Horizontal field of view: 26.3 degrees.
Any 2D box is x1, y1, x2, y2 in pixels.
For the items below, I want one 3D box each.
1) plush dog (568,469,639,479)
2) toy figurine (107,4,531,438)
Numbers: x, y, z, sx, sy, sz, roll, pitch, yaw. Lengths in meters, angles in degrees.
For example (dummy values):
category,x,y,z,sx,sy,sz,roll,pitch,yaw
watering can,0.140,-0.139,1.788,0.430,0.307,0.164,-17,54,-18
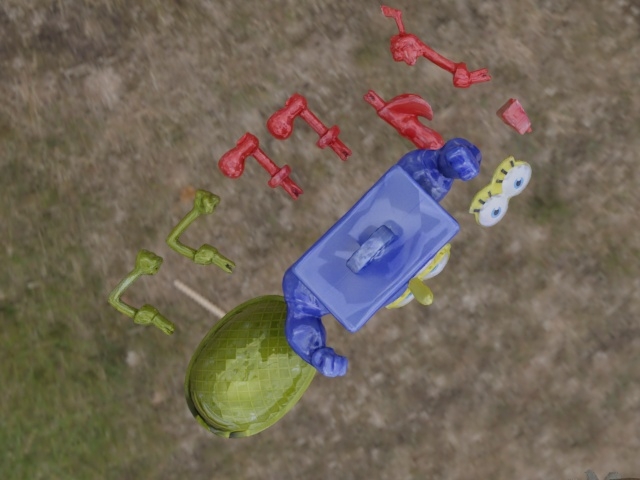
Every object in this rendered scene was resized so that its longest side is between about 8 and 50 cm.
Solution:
category,x,y,z,sx,sy,sz,roll,pitch,yaw
plush dog,0.005,0.197,0.384,0.225,0.262,0.210,-20,90,-39
toy figurine,0.000,0.000,1.001,0.362,0.217,0.191,-43,95,5
